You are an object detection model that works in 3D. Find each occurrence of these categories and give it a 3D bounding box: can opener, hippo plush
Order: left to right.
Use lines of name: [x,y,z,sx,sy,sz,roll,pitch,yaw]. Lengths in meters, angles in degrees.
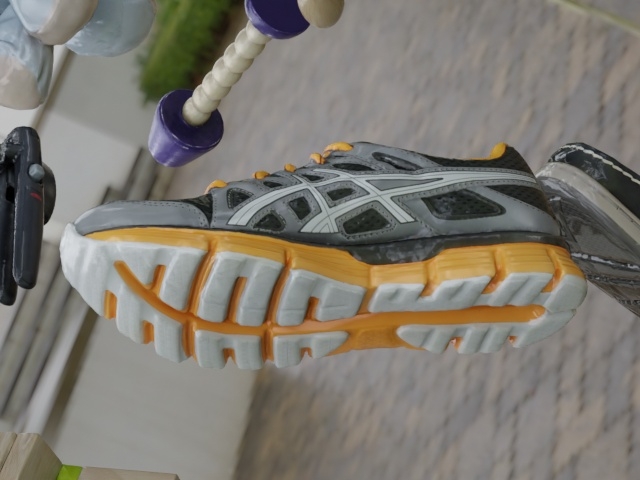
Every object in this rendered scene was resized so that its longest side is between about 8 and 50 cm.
can opener: [-0.241,-0.024,1.280,0.059,0.073,0.186,-49,30,28]
hippo plush: [-0.300,-0.264,1.599,0.234,0.294,0.236,-34,-10,27]

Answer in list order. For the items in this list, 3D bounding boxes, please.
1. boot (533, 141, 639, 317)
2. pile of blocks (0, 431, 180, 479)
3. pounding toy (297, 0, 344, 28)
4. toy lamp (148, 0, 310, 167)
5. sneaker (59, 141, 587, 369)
boot: [0.369,-0.044,1.298,0.284,0.377,0.138,-59,19,-8]
pile of blocks: [-0.270,0.217,1.232,0.149,0.362,0.113,107,-177,-51]
pounding toy: [0.009,-0.313,1.232,0.154,0.154,0.270,83,-166,-82]
toy lamp: [-0.101,-0.161,1.615,0.274,0.080,0.080,-43,25,50]
sneaker: [0.000,0.000,0.658,0.084,0.214,0.083,114,154,-55]
